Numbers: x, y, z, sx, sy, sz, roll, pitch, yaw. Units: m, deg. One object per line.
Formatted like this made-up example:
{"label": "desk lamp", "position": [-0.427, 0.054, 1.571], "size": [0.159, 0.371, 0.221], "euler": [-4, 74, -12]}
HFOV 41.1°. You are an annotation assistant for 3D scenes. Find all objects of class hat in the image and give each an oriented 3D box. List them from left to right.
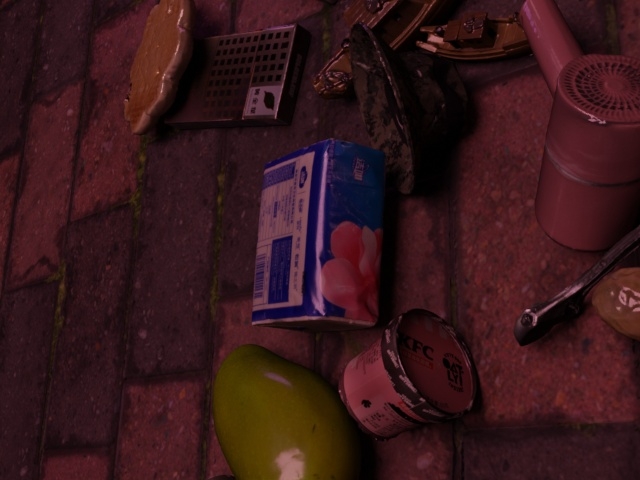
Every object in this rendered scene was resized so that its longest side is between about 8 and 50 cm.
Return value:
{"label": "hat", "position": [0.139, -0.202, 1.237], "size": [0.128, 0.265, 0.265], "euler": [-16, 57, -6]}

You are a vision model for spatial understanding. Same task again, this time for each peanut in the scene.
{"label": "peanut", "position": [0.403, 0.069, 0.936], "size": [0.214, 0.098, 0.090], "euler": [-8, 68, 42]}

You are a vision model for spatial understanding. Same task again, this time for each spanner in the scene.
{"label": "spanner", "position": [0.340, 0.020, 0.991], "size": [0.325, 0.093, 0.026], "euler": [-51, 55, 30]}

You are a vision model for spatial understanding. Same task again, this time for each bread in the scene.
{"label": "bread", "position": [-0.324, -0.366, 1.728], "size": [0.316, 0.054, 0.316], "euler": [-37, 45, 49]}

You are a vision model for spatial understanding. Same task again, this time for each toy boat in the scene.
{"label": "toy boat", "position": [0.105, -0.341, 1.335], "size": [0.321, 0.121, 0.089], "euler": [-41, 58, 24]}
{"label": "toy boat", "position": [0.229, -0.298, 1.239], "size": [0.206, 0.072, 0.064], "euler": [7, 78, 42]}

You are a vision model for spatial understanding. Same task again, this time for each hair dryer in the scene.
{"label": "hair dryer", "position": [0.311, -0.179, 1.056], "size": [0.125, 0.210, 0.352], "euler": [-6, 48, -1]}

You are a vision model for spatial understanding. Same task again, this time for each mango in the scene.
{"label": "mango", "position": [-0.059, 0.266, 1.244], "size": [0.192, 0.156, 0.343], "euler": [-45, 43, 2]}

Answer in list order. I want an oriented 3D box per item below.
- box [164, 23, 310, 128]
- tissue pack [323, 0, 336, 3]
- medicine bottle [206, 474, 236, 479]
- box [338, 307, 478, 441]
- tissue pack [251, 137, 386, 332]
{"label": "box", "position": [-0.165, -0.304, 1.614], "size": [0.325, 0.047, 0.180], "euler": [5, 79, 44]}
{"label": "tissue pack", "position": [-0.008, -0.564, 1.488], "size": [0.136, 0.159, 0.246], "euler": [34, 98, 42]}
{"label": "medicine bottle", "position": [-0.070, 0.470, 1.183], "size": [0.322, 0.151, 0.151], "euler": [29, 95, 44]}
{"label": "box", "position": [0.109, 0.187, 1.130], "size": [0.135, 0.151, 0.151], "euler": [-39, 53, 35]}
{"label": "tissue pack", "position": [0.000, 0.000, 1.292], "size": [0.209, 0.137, 0.270], "euler": [-14, 69, 52]}
